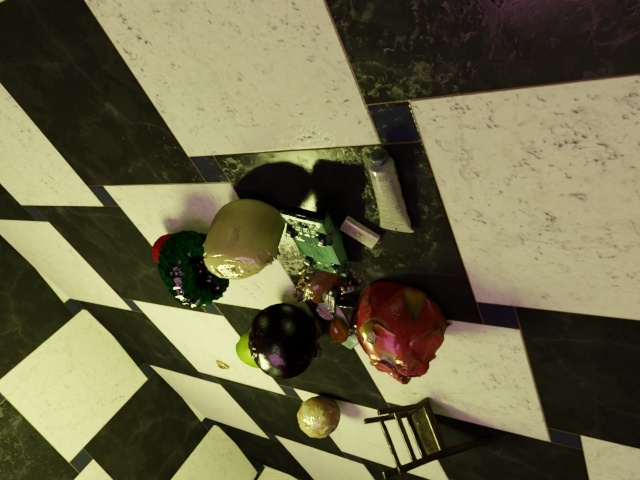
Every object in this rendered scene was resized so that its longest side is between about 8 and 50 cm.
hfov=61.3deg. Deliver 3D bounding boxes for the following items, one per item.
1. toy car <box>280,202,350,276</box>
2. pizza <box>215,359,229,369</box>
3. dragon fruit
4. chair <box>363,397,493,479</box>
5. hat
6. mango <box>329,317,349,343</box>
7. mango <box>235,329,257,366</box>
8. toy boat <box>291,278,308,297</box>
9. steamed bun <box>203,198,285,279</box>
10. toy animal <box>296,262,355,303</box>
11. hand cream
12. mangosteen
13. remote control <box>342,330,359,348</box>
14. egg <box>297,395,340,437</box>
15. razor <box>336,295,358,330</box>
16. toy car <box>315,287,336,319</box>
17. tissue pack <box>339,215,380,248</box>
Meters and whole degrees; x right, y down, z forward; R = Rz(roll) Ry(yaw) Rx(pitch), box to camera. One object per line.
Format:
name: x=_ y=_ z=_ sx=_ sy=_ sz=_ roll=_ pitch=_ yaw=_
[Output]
toy car: x=0.000 y=0.000 z=1.537 sx=0.141 sy=0.097 sz=0.320 roll=14 pitch=156 yaw=24
pizza: x=-0.524 y=0.676 z=2.882 sx=0.083 sy=0.025 sz=0.078 roll=24 pitch=143 yaw=9
dragon fruit: x=0.224 y=0.291 z=1.635 sx=0.306 sy=0.225 sz=0.305 roll=21 pitch=147 yaw=14
chair: x=0.420 y=0.742 z=2.115 sx=0.203 sy=0.416 sz=0.240 roll=115 pitch=140 yaw=-55
hat: x=-0.484 y=0.070 z=1.952 sx=0.332 sy=0.242 sz=0.274 roll=29 pitch=130 yaw=46
mango: x=0.063 y=0.327 z=1.948 sx=0.077 sy=0.063 sz=0.127 roll=24 pitch=146 yaw=24
mango: x=-0.264 y=0.457 z=2.283 sx=0.192 sy=0.156 sz=0.343 roll=46 pitch=145 yaw=-18
toy boat: x=-0.057 y=0.162 z=1.843 sx=0.047 sy=0.049 sz=0.149 roll=38 pitch=146 yaw=-11
steamed bun: x=-0.242 y=-0.008 z=1.611 sx=0.273 sy=0.232 sz=0.166 roll=-9 pitch=135 yaw=42
toy animal: x=0.006 y=0.153 z=1.734 sx=0.179 sy=0.089 sz=0.188 roll=27 pitch=122 yaw=-17
hand cream: x=0.167 y=-0.111 z=1.323 sx=0.095 sy=0.059 sz=0.276 roll=11 pitch=146 yaw=26
mangosteen: x=-0.123 y=0.366 z=1.981 sx=0.288 sy=0.288 sz=0.288 roll=21 pitch=145 yaw=16
remote control: x=0.117 y=0.370 z=2.000 sx=0.053 sy=0.018 sz=0.124 roll=33 pitch=146 yaw=-1
egg: x=-0.004 y=0.819 z=2.515 sx=0.195 sy=0.195 sz=0.233 roll=41 pitch=126 yaw=-14
razor: x=0.114 y=0.246 z=1.810 sx=0.090 sy=0.054 sz=0.148 roll=1 pitch=135 yaw=37
toy car: x=0.024 y=0.207 z=1.834 sx=0.069 sy=0.055 sz=0.142 roll=15 pitch=129 yaw=21
tissue pack: x=0.109 y=-0.022 z=1.502 sx=0.108 sy=0.023 sz=0.056 roll=30 pitch=146 yaw=1
